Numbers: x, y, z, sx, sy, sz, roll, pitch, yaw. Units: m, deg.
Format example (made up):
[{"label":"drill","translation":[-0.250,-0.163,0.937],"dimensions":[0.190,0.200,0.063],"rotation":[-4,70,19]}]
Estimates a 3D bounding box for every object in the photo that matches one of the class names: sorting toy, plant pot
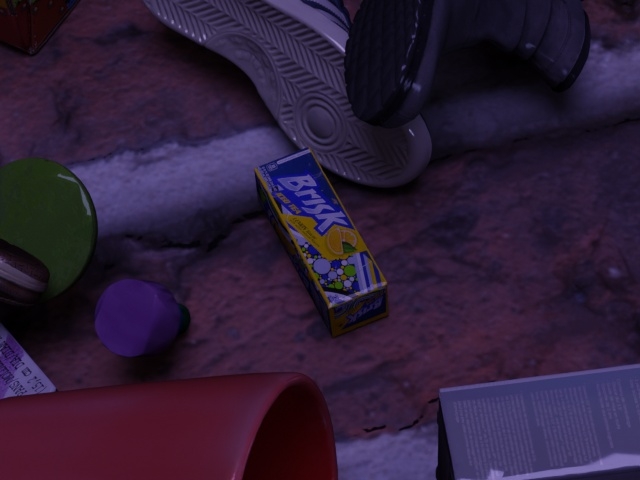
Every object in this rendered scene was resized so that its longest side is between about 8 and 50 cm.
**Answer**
[{"label":"sorting toy","translation":[-0.248,-0.019,1.610],"dimensions":[0.365,0.126,0.127],"rotation":[38,101,20]},{"label":"plant pot","translation":[-0.138,0.222,1.355],"dimensions":[0.243,0.275,0.275],"rotation":[4,56,17]}]

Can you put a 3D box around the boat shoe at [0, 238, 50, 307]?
[{"label":"boat shoe","translation":[-0.355,0.022,1.525],"dimensions":[0.257,0.095,0.095],"rotation":[19,93,15]}]

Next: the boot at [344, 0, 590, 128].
[{"label":"boot","translation":[0.152,-0.196,1.635],"dimensions":[0.222,0.118,0.338],"rotation":[31,48,-21]}]

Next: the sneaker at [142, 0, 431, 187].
[{"label":"sneaker","translation":[-0.007,-0.195,1.708],"dimensions":[0.350,0.131,0.148],"rotation":[44,41,14]}]

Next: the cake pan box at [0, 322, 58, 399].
[{"label":"cake pan box","translation":[-0.384,0.132,1.531],"dimensions":[0.245,0.070,0.267],"rotation":[-35,61,-17]}]

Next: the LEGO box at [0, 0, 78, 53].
[{"label":"LEGO box","translation":[-0.463,-0.444,1.741],"dimensions":[0.500,0.372,0.193],"rotation":[24,60,17]}]

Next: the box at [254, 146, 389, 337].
[{"label":"box","translation":[0.000,0.000,1.609],"dimensions":[0.059,0.054,0.169],"rotation":[-22,58,-11]}]

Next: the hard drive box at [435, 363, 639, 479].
[{"label":"hard drive box","translation":[0.208,0.179,1.367],"dimensions":[0.232,0.181,0.089],"rotation":[-6,55,-2]}]
